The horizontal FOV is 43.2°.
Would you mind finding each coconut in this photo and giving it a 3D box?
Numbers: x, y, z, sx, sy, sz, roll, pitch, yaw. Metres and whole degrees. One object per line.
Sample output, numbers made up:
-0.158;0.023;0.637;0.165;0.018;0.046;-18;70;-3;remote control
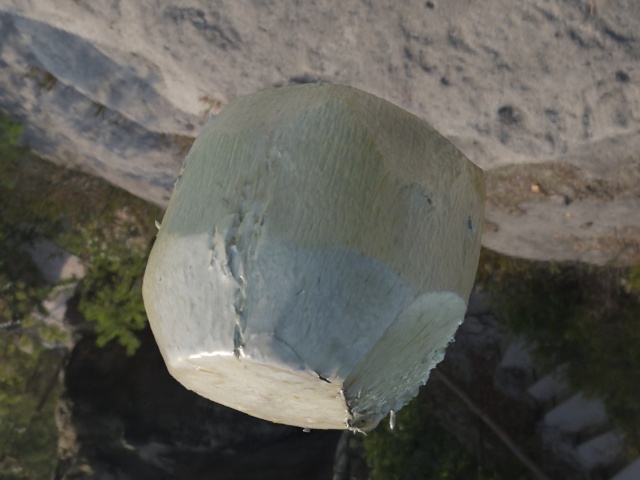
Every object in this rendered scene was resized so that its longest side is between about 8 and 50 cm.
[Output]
0.000;0.000;0.846;0.347;0.360;0.346;12;153;6;coconut
